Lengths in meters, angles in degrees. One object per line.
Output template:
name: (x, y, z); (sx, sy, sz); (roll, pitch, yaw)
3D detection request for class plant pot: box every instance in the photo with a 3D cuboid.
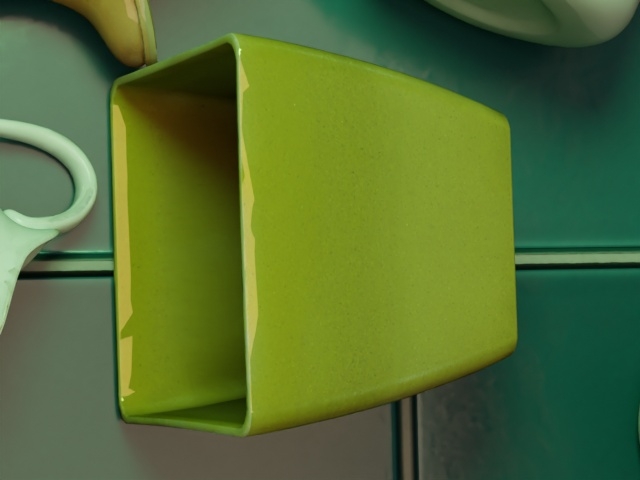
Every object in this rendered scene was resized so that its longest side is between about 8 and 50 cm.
plant pot: (0.000, 0.000, 1.092); (0.187, 0.212, 0.212); (-1, 88, -24)

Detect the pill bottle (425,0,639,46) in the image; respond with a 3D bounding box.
pill bottle: (0.160, -0.294, 1.144); (0.182, 0.181, 0.322); (25, 82, -10)

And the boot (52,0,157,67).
boot: (-0.197, -0.163, 1.118); (0.152, 0.073, 0.197); (-28, 81, -13)

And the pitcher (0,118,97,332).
pitcher: (-0.243, -0.042, 1.086); (0.207, 0.125, 0.177); (40, 48, -8)

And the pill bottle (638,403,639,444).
pill bottle: (0.303, 0.116, 1.113); (0.146, 0.264, 0.146); (1, 87, -13)
